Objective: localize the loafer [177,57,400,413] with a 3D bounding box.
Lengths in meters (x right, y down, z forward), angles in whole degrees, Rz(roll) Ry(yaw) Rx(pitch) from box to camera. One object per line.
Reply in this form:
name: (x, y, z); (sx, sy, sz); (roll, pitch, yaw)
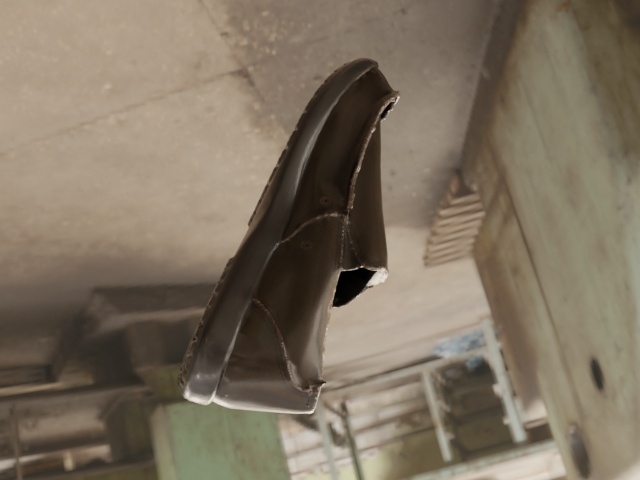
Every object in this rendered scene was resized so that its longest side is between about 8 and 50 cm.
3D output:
loafer: (0.000, 0.000, 0.551); (0.078, 0.220, 0.080); (26, 153, -4)
